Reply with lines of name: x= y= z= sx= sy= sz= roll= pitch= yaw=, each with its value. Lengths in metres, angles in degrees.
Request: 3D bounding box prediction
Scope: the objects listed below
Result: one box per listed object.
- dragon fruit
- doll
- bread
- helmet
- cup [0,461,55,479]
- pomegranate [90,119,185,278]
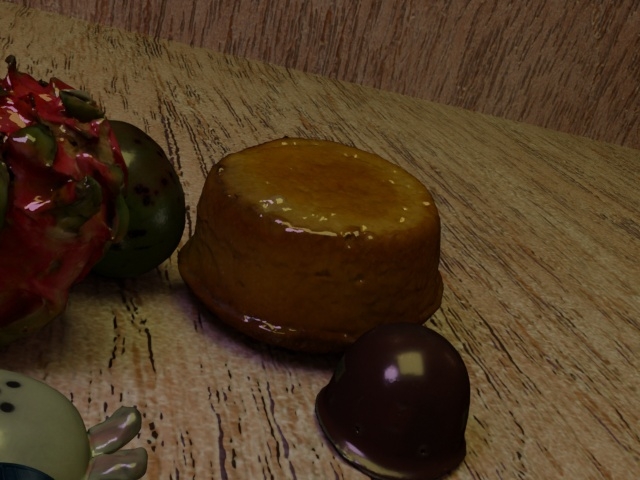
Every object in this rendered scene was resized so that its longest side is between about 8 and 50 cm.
dragon fruit: x=-0.319 y=-0.032 z=0.744 sx=0.303 sy=0.237 sz=0.231 roll=-13 pitch=32 yaw=1
doll: x=-0.259 y=0.137 z=0.555 sx=0.275 sy=0.113 sz=0.155 roll=16 pitch=16 yaw=-21
bread: x=-0.002 y=0.002 z=0.959 sx=0.312 sy=0.172 sz=0.312 roll=8 pitch=30 yaw=-5
helmet: x=0.077 y=0.137 z=0.795 sx=0.155 sy=0.106 sz=0.175 roll=21 pitch=25 yaw=14
cup: x=-0.154 y=0.203 z=0.437 sx=0.150 sy=0.113 sz=0.138 roll=1 pitch=27 yaw=-31
pomegranate: x=-0.254 y=-0.039 z=0.948 sx=0.211 sy=0.179 sz=0.179 roll=-13 pitch=17 yaw=12
